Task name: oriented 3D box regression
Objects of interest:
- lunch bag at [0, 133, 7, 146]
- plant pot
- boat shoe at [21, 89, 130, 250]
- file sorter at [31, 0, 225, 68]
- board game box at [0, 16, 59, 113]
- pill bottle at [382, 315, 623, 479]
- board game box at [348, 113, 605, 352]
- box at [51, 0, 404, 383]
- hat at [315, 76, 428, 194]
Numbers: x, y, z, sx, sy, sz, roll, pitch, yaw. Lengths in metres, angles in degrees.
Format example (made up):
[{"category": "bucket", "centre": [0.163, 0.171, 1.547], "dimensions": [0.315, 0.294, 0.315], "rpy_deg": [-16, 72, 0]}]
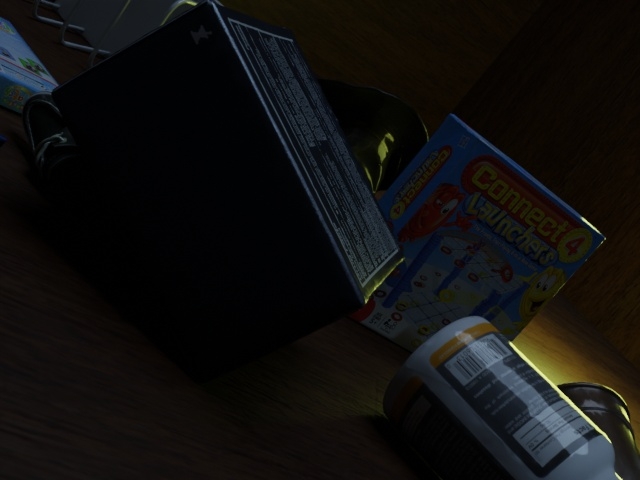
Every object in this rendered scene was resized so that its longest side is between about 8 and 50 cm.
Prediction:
[{"category": "lunch bag", "centre": [-0.324, -0.091, 0.853], "dimensions": [0.098, 0.065, 0.067], "rpy_deg": [41, -3, 13]}, {"category": "plant pot", "centre": [0.331, 0.291, 1.233], "dimensions": [0.167, 0.167, 0.165], "rpy_deg": [34, 21, -24]}, {"category": "boat shoe", "centre": [-0.247, -0.081, 1.008], "dimensions": [0.219, 0.078, 0.070], "rpy_deg": [47, 13, 25]}, {"category": "file sorter", "centre": [-0.318, -0.369, 1.557], "dimensions": [0.277, 0.193, 0.173], "rpy_deg": [43, 15, 13]}, {"category": "board game box", "centre": [-0.394, -0.224, 1.169], "dimensions": [0.160, 0.039, 0.211], "rpy_deg": [23, 21, -53]}, {"category": "pill bottle", "centre": [0.210, 0.226, 1.073], "dimensions": [0.278, 0.162, 0.162], "rpy_deg": [46, 14, 26]}, {"category": "board game box", "centre": [0.204, 0.024, 1.434], "dimensions": [0.308, 0.302, 0.086], "rpy_deg": [31, 15, -34]}, {"category": "box", "centre": [-0.073, -0.054, 0.988], "dimensions": [0.296, 0.182, 0.294], "rpy_deg": [63, 12, 0]}, {"category": "hat", "centre": [0.037, -0.150, 1.847], "dimensions": [0.331, 0.134, 0.331], "rpy_deg": [15, -29, 9]}]
